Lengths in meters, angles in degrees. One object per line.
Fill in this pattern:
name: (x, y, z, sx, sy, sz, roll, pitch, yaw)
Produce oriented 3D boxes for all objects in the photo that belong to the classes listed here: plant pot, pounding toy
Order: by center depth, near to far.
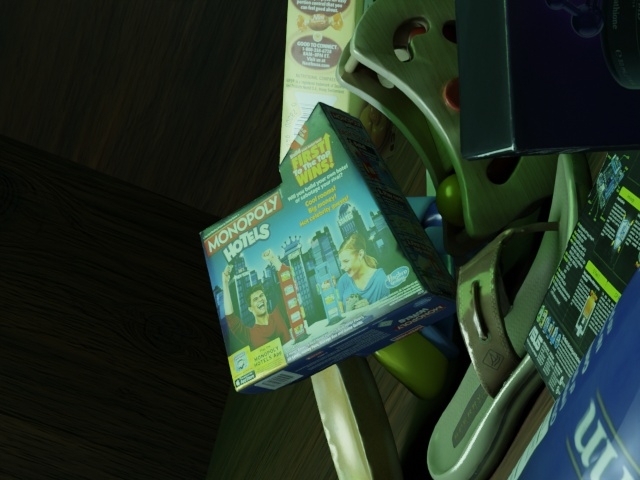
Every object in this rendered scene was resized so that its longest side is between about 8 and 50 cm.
pounding toy: (0.106, -0.133, 1.127, 0.155, 0.154, 0.270, 128, 130, -74)
plant pot: (0.032, 0.167, 1.231, 0.236, 0.032, 0.236, 164, 90, -83)

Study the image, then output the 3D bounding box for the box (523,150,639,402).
box: (0.187, 0.014, 0.847, 0.191, 0.045, 0.184, -97, 31, -78)

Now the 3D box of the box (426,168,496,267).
box: (0.171, -0.143, 1.402, 0.322, 0.058, 0.232, -85, 17, -62)

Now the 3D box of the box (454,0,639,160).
box: (0.158, -0.173, 0.666, 0.103, 0.184, 0.261, -174, 80, -81)

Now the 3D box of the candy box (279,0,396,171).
candy box: (0.031, -0.240, 1.629, 0.183, 0.087, 0.317, -33, -51, -65)

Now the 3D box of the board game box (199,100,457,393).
board game box: (0.000, 0.000, 1.141, 0.194, 0.060, 0.194, -29, 61, 29)

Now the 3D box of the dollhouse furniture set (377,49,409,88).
dollhouse furniture set: (0.138, -0.281, 1.689, 0.301, 0.151, 0.198, -83, 15, -65)

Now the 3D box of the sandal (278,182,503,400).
sandal: (0.064, 0.011, 1.283, 0.138, 0.126, 0.317, -43, 40, 2)

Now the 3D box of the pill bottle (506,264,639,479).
pill bottle: (0.142, 0.096, 0.472, 0.153, 0.153, 0.265, -79, 11, -57)

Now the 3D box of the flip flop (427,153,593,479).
flip flop: (0.126, 0.060, 1.032, 0.112, 0.080, 0.277, -81, 14, -62)
